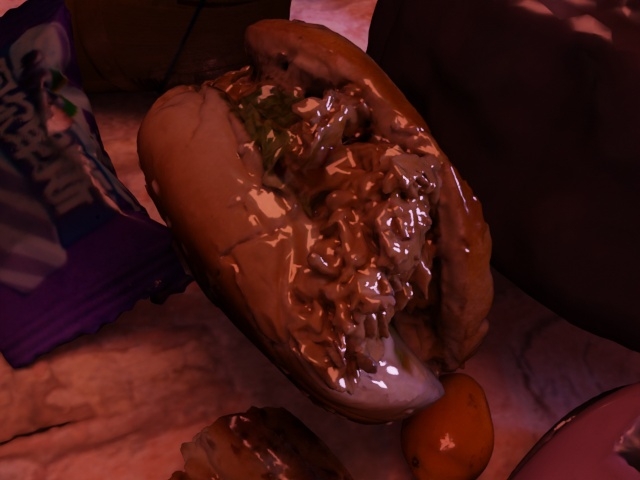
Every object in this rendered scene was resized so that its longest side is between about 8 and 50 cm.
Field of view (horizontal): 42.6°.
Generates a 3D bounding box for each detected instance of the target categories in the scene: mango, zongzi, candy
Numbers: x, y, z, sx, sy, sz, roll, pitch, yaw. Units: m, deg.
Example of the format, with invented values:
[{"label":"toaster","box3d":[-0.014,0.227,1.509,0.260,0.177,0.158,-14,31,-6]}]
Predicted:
[{"label":"mango","box3d":[0.083,0.118,0.525,0.060,0.046,0.089,25,38,11]},{"label":"zongzi","box3d":[-0.159,-0.219,0.644,0.288,0.260,0.123,-3,53,-13]},{"label":"candy","box3d":[-0.198,-0.051,0.574,0.145,0.070,0.275,-30,70,2]}]

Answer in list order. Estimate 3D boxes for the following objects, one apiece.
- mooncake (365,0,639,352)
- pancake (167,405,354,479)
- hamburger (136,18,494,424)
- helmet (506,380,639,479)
[{"label":"mooncake","box3d":[0.207,-0.106,0.564,0.350,0.212,0.381,10,33,-11]},{"label":"pancake","box3d":[-0.057,0.196,0.403,0.244,0.057,0.266,5,43,-21]},{"label":"hamburger","box3d":[0.000,0.000,0.484,0.146,0.243,0.286,-37,28,-7]},{"label":"helmet","box3d":[0.191,0.171,0.426,0.198,0.154,0.253,37,49,21]}]
